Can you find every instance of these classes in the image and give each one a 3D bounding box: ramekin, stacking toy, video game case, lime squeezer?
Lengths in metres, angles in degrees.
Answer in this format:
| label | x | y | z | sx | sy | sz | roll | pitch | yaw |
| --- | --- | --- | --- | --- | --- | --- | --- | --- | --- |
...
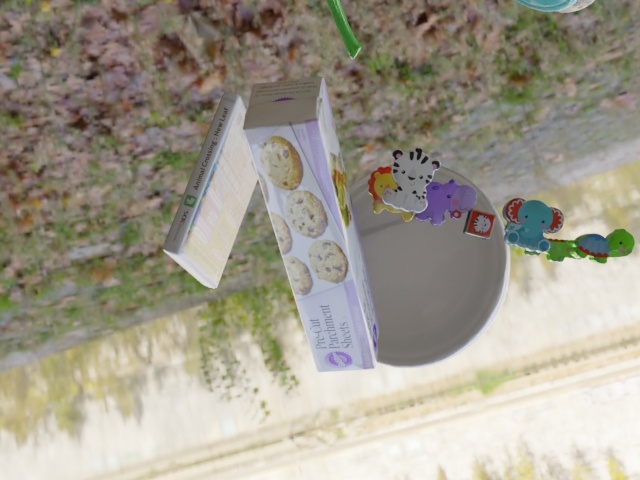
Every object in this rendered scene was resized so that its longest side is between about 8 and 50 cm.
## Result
| label | x | y | z | sx | sy | sz | roll | pitch | yaw |
| --- | --- | --- | --- | --- | --- | --- | --- | --- | --- |
| ramekin | 0.132 | 0.039 | 1.215 | 0.272 | 0.273 | 0.127 | -19 | 163 | 18 |
| stacking toy | 0.151 | -0.026 | 0.793 | 0.221 | 0.052 | 0.167 | 16 | 180 | 1 |
| video game case | -0.121 | -0.052 | 1.073 | 0.023 | 0.193 | 0.212 | 18 | 169 | 8 |
| lime squeezer | -0.050 | -0.371 | 1.144 | 0.059 | 0.310 | 0.110 | -53 | 179 | -38 |

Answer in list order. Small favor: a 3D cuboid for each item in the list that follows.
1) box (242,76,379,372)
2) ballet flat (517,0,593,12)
| label | x | y | z | sx | sy | sz | roll | pitch | yaw |
| --- | --- | --- | --- | --- | --- | --- | --- | --- | --- |
| box | 0.000 | 0.000 | 0.823 | 0.067 | 0.063 | 0.324 | -3 | 135 | 11 |
| ballet flat | 0.133 | -0.202 | 0.599 | 0.079 | 0.077 | 0.221 | -24 | -155 | -15 |
